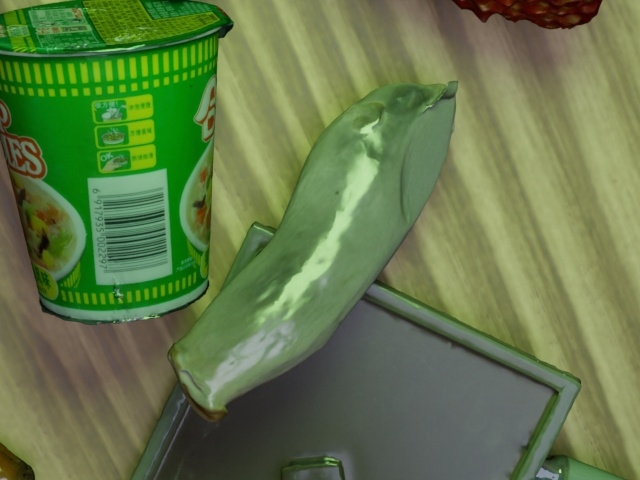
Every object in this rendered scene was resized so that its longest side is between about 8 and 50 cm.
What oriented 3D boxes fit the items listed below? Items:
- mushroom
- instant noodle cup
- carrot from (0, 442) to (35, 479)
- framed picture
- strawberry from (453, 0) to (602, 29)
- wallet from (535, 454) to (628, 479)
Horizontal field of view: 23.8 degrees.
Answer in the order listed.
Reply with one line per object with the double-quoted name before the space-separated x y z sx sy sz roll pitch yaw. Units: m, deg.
"mushroom" 0.001 0.002 1.271 0.109 0.097 0.351 32 73 9
"instant noodle cup" -0.165 -0.064 1.226 0.207 0.207 0.232 -6 109 -9
"carrot" -0.319 0.178 1.318 0.161 0.055 0.055 38 93 -8
"framed picture" -0.009 0.250 1.353 0.326 0.028 0.446 27 96 1
"strawberry" 0.120 -0.338 1.201 0.292 0.292 0.343 -46 132 2
"wallet" 0.213 0.326 1.401 0.360 0.083 0.252 25 96 -4
